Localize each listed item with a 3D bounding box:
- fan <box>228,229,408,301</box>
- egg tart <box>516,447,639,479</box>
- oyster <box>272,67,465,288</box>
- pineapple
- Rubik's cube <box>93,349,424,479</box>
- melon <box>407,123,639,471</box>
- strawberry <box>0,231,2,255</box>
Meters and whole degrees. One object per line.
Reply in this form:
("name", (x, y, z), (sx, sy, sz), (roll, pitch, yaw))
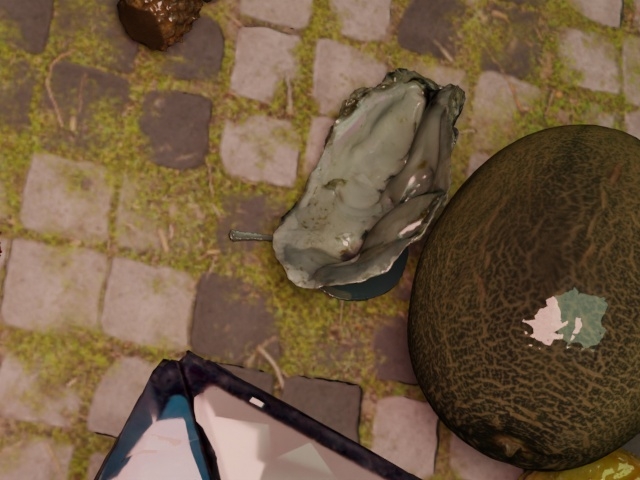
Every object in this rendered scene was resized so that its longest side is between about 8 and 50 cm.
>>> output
("fan", (0.000, 0.000, 1.320), (0.175, 0.005, 0.113), (3, 73, -18))
("egg tart", (0.240, 0.274, 1.287), (0.191, 0.074, 0.191), (5, 73, -18))
("oyster", (0.049, -0.060, 1.302), (0.199, 0.087, 0.252), (-17, 41, 8))
("pineapple", (-0.117, -0.244, 1.318), (0.074, 0.074, 0.159), (43, 62, -3))
("Rubik's cube", (-0.068, 0.303, 1.048), (0.307, 0.305, 0.310), (30, 68, -6))
("melon", (0.207, 0.045, 1.249), (0.248, 0.248, 0.329), (30, 57, -8))
("strawberry", (-0.313, 0.005, 1.181), (0.096, 0.083, 0.083), (-43, 92, 5))
